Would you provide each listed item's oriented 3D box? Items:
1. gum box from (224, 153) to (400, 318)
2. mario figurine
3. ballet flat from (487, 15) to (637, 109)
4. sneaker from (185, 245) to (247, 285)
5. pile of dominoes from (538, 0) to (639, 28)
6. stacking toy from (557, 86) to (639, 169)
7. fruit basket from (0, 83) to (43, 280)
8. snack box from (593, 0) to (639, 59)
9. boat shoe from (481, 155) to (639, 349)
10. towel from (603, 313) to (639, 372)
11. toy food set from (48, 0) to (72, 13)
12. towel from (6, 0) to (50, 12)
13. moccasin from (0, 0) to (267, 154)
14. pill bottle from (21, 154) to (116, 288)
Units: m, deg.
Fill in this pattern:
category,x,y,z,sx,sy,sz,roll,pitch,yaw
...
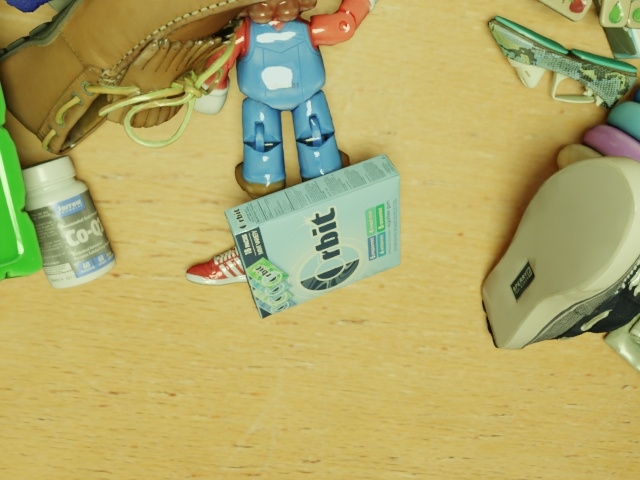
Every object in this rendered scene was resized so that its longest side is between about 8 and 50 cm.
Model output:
category,x,y,z,sx,sy,sz,roll,pitch,yaw
gum box,0.000,0.000,0.684,0.184,0.041,0.157,-20,141,-9
mario figurine,-0.039,-0.216,0.652,0.198,0.170,0.320,-24,124,-35
ballet flat,0.269,-0.197,0.696,0.189,0.070,0.070,18,104,-7
sneaker,-0.104,0.018,0.734,0.119,0.042,0.067,-3,111,-12
pile of dominoes,0.323,-0.342,0.603,0.196,0.040,0.251,0,107,-4
stacking toy,0.430,-0.163,0.666,0.141,0.141,0.330,39,104,-15
fruit basket,-0.486,-0.097,0.594,0.392,0.283,0.391,16,116,35
snack box,0.355,-0.384,0.646,0.187,0.060,0.322,-29,107,3
boat shoe,0.304,0.020,0.663,0.158,0.340,0.127,-6,65,-9
towel,0.588,0.123,0.762,0.312,0.056,0.324,41,102,9
toy food set,-0.301,-0.407,0.575,0.306,0.092,0.219,41,87,-17
towel,-0.176,-0.347,0.471,0.308,0.076,0.227,-21,108,17
moccasin,-0.164,-0.161,0.547,0.380,0.139,0.147,-15,111,33
pill bottle,-0.292,-0.022,0.687,0.078,0.078,0.137,-16,108,0
